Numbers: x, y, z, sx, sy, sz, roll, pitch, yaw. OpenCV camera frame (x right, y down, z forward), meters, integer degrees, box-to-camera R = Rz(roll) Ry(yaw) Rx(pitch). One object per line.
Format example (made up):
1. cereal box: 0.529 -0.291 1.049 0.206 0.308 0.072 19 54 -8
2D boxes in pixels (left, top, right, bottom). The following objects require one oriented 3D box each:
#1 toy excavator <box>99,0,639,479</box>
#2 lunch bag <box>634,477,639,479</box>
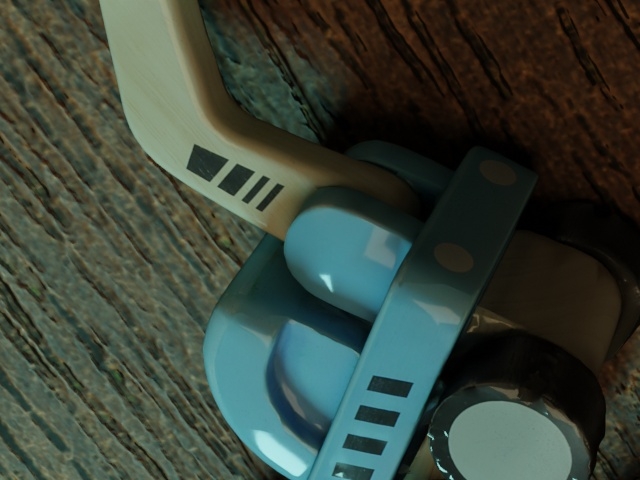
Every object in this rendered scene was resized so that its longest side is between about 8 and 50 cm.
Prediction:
1. toy excavator: 0.000 0.000 1.274 0.445 0.222 0.433 24 129 6
2. lunch bag: 0.240 0.311 1.421 0.287 0.235 0.169 -27 113 31
